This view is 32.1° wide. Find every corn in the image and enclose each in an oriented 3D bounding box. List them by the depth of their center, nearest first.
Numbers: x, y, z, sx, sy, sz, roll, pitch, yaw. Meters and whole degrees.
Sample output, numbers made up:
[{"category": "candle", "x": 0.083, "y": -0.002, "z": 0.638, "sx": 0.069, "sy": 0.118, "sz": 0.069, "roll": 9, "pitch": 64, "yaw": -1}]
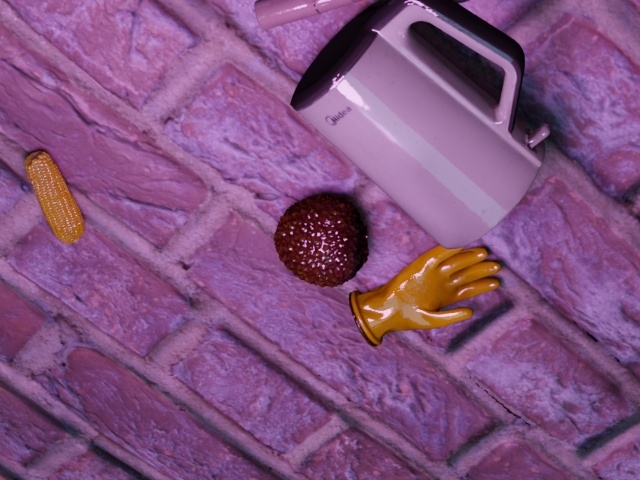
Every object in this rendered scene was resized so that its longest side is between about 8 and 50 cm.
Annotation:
[{"category": "corn", "x": -0.512, "y": -0.080, "z": 2.144, "sx": 0.067, "sy": 0.067, "sz": 0.206, "roll": -10, "pitch": 124, "yaw": 14}]

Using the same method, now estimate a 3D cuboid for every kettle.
[{"category": "kettle", "x": 0.188, "y": -0.216, "z": 1.832, "sx": 0.377, "sy": 0.250, "sz": 0.361, "roll": 39, "pitch": 136, "yaw": -16}]

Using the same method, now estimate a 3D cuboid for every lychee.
[{"category": "lychee", "x": 0.000, "y": 0.000, "z": 2.071, "sx": 0.188, "sy": 0.188, "sz": 0.188, "roll": 4, "pitch": 126, "yaw": 5}]

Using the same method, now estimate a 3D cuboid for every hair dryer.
[{"category": "hair dryer", "x": -0.044, "y": -0.413, "z": 1.774, "sx": 0.195, "sy": 0.053, "sz": 0.220, "roll": -14, "pitch": 167, "yaw": 18}]

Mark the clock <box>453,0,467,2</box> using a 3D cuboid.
[{"category": "clock", "x": 0.292, "y": -0.529, "z": 1.683, "sx": 0.322, "sy": 0.113, "sz": 0.295, "roll": -9, "pitch": 124, "yaw": 12}]

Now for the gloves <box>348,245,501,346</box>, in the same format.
[{"category": "gloves", "x": 0.211, "y": 0.095, "z": 2.166, "sx": 0.294, "sy": 0.116, "sz": 0.133, "roll": -25, "pitch": 126, "yaw": 16}]
